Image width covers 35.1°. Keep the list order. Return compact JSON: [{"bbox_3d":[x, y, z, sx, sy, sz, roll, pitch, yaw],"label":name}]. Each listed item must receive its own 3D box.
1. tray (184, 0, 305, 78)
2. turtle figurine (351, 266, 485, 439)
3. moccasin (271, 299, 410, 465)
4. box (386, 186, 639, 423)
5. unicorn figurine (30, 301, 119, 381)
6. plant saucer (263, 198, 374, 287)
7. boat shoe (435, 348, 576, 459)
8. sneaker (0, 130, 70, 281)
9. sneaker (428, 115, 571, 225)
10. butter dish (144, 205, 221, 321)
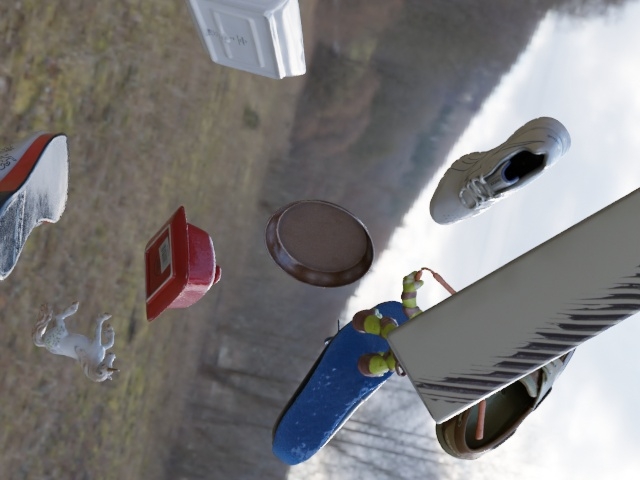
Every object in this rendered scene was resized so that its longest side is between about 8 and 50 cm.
[{"bbox_3d":[-0.095,-0.251,1.213,0.270,0.145,0.030,82,25,-80],"label":"tray"},{"bbox_3d":[0.136,0.172,1.498,0.217,0.087,0.269,-4,-70,56],"label":"turtle figurine"},{"bbox_3d":[0.028,0.234,1.765,0.342,0.138,0.117,-44,-179,-8],"label":"moccasin"},{"bbox_3d":[0.203,0.055,0.901,0.094,0.275,0.113,60,10,11],"label":"box"},{"bbox_3d":[-0.345,0.149,1.475,0.060,0.162,0.111,87,15,-47],"label":"unicorn figurine"},{"bbox_3d":[0.000,0.000,1.508,0.029,0.168,0.168,-70,177,-47],"label":"plant saucer"},{"bbox_3d":[0.307,0.205,1.541,0.324,0.122,0.120,-53,-178,-7],"label":"boat shoe"},{"bbox_3d":[-0.315,-0.042,0.885,0.270,0.145,0.090,-87,-179,-69],"label":"sneaker"},{"bbox_3d":[0.305,-0.115,1.813,0.297,0.111,0.129,-37,-175,32],"label":"sneaker"},{"bbox_3d":[-0.227,0.048,1.734,0.160,0.118,0.160,-42,-135,44],"label":"butter dish"}]
